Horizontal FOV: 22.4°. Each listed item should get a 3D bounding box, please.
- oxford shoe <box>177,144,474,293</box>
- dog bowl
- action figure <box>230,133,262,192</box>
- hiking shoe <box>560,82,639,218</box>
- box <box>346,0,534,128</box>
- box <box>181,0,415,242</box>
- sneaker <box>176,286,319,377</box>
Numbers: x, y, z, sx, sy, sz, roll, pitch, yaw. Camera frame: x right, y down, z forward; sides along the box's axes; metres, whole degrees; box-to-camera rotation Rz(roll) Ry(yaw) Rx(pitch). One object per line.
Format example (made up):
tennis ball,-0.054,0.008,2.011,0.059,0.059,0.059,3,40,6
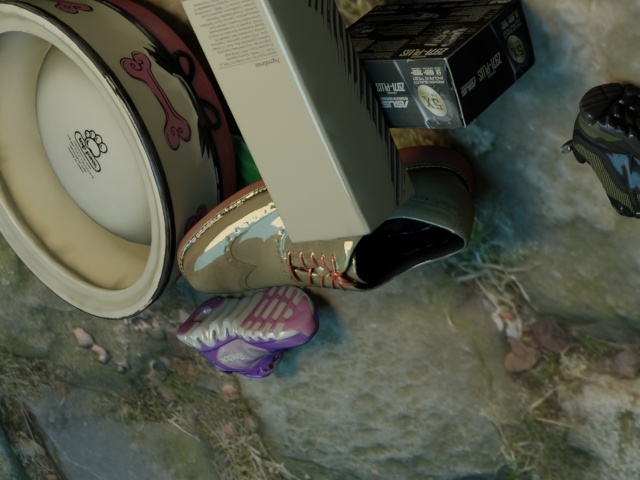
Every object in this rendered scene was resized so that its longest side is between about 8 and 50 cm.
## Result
oxford shoe,0.000,0.000,1.760,0.348,0.130,0.123,-19,130,16
dog bowl,-0.267,-0.116,1.951,0.408,0.150,0.408,29,133,35
action figure,-0.051,-0.064,1.916,0.232,0.063,0.137,35,138,16
hiking shoe,0.342,-0.057,1.593,0.227,0.086,0.114,42,152,15
box,0.100,-0.179,1.638,0.180,0.147,0.077,3,122,38
box,-0.019,-0.139,1.587,0.113,0.094,0.275,-5,116,43
sneaker,-0.076,0.126,2.067,0.236,0.095,0.104,-9,121,49
